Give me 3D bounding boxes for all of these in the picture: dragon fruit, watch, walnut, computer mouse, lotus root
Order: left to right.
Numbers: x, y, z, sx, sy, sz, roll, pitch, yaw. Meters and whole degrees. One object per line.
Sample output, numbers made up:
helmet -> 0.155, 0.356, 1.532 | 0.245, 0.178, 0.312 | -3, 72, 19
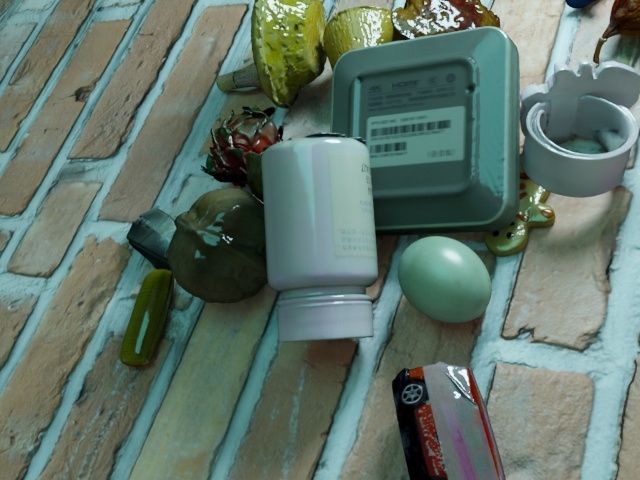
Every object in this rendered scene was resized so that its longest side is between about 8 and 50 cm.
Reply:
computer mouse -> -0.387, -0.015, 1.932 | 0.126, 0.071, 0.231 | -47, 49, -10
walnut -> -0.203, 0.011, 1.713 | 0.248, 0.248, 0.248 | -13, 53, 18
dragon fruit -> -0.177, -0.219, 1.907 | 0.182, 0.182, 0.189 | 51, 129, 41
lotus root -> -0.053, -0.122, 1.754 | 0.119, 0.234, 0.138 | 9, 90, 49
watch -> 0.507, -0.212, 1.540 | 0.244, 0.196, 0.231 | -6, 46, 0

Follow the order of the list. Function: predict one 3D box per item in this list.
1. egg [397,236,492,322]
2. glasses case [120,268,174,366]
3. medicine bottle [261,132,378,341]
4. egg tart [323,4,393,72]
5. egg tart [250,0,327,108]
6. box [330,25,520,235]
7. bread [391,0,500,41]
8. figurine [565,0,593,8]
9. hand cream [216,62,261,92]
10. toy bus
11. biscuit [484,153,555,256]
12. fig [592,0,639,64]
egg -> 0.229, 0.073, 1.506 | 0.149, 0.149, 0.192 | -45, 48, -8
glasses case -> -0.382, 0.169, 1.806 | 0.079, 0.064, 0.234 | -8, 55, 31
medicine bottle -> 0.000, 0.000, 1.553 | 0.213, 0.213, 0.379 | -6, 81, 23
egg tart -> 0.110, -0.436, 1.910 | 0.202, 0.202, 0.147 | -15, 65, 17
egg tart -> -0.063, -0.485, 1.950 | 0.132, 0.341, 0.341 | 3, 59, 17
box -> 0.202, -0.212, 1.639 | 0.395, 0.111, 0.397 | -3, 82, 32
bread -> 0.288, -0.475, 1.824 | 0.246, 0.135, 0.232 | 30, 69, 2
figurine -> 0.667, -0.645, 1.770 | 0.338, 0.204, 0.284 | -38, 74, 14
hand cream -> -0.187, -0.428, 2.120 | 0.203, 0.084, 0.084 | -6, 55, 29
toy bus -> 0.217, 0.345, 1.341 | 0.147, 0.127, 0.303 | -16, 50, 10
biscuit -> 0.393, -0.071, 1.605 | 0.153, 0.030, 0.234 | 15, 65, 36
fig -> 0.642, -0.465, 1.697 | 0.201, 0.134, 0.146 | -29, 40, 17
